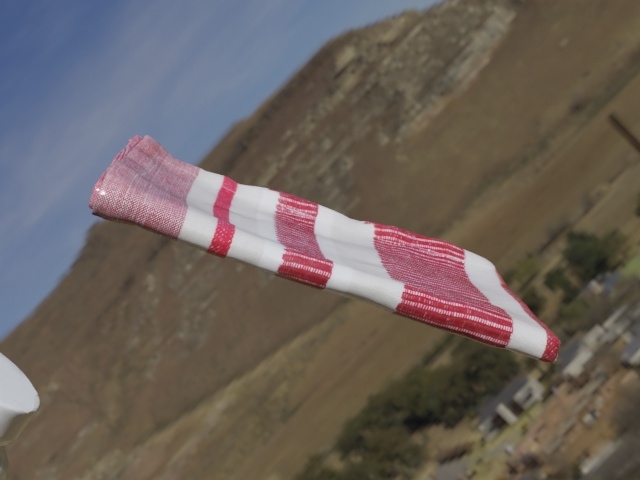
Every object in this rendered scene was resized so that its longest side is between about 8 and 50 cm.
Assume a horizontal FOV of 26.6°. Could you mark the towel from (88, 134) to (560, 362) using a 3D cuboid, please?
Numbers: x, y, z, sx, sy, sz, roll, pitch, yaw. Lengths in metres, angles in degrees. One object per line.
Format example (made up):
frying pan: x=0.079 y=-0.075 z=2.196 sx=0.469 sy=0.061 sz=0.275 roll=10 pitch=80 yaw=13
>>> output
towel: x=0.000 y=0.000 z=0.997 sx=0.237 sy=0.329 sz=0.037 roll=-109 pitch=39 yaw=-78

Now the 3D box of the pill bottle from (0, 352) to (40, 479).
pill bottle: x=-0.405 y=0.235 z=1.284 sx=0.301 sy=0.169 sz=0.169 roll=-52 pitch=2 yaw=6
